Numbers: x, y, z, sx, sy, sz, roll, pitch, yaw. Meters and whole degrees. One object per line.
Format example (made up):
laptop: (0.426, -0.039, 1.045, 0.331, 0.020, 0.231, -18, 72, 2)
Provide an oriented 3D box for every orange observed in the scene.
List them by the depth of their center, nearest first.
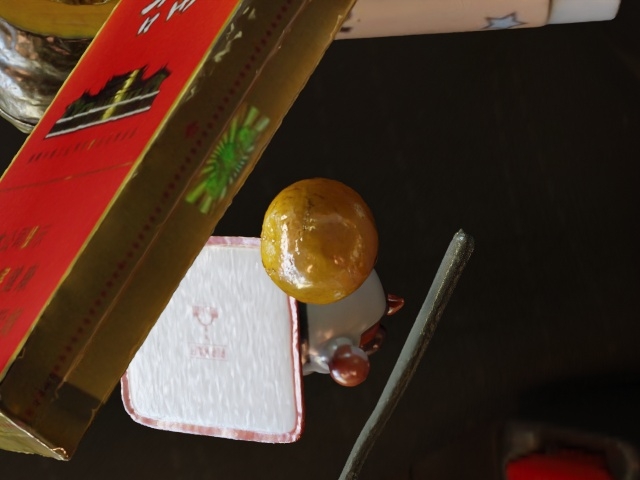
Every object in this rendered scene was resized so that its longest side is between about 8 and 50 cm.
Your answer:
orange: (0.000, 0.000, 1.102, 0.070, 0.083, 0.083, 7, 106, -23)

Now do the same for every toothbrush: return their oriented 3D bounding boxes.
toothbrush: (0.072, 0.120, 1.512, 0.030, 0.030, 0.297, 33, 72, -25)

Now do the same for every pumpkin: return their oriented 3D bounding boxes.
pumpkin: (-0.198, -0.151, 1.467, 0.248, 0.126, 0.131, 18, 134, 1)

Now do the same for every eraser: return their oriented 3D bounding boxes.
eraser: (0.031, -0.177, 1.066, 0.290, 0.171, 0.087, -3, 114, 1)

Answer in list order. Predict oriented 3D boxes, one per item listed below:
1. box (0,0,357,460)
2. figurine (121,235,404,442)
box: (-0.042, -0.016, 0.366, 0.023, 0.090, 0.133, 39, 72, -24)
figurine: (-0.027, 0.056, 1.417, 0.183, 0.226, 0.160, 3, 101, 35)
